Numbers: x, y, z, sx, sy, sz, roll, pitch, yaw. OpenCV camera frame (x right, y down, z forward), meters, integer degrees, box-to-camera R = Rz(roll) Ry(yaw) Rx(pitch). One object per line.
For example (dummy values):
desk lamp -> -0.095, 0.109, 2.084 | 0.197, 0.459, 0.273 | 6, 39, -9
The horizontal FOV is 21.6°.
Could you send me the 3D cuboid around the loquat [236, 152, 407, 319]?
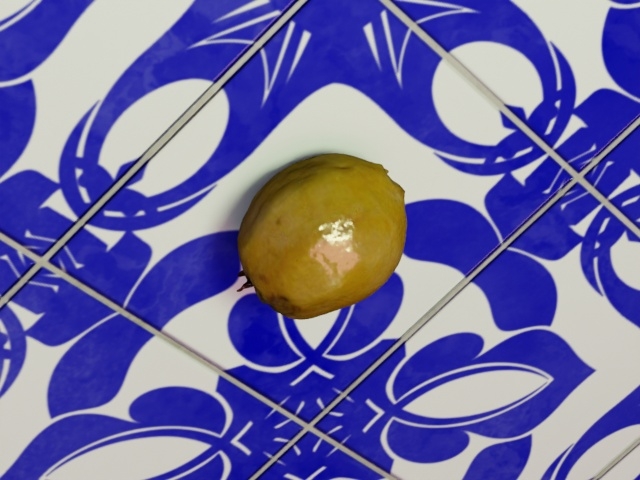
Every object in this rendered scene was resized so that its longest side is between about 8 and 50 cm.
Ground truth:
loquat -> 0.000, 0.000, 1.997 | 0.234, 0.176, 0.187 | -33, 115, -1
